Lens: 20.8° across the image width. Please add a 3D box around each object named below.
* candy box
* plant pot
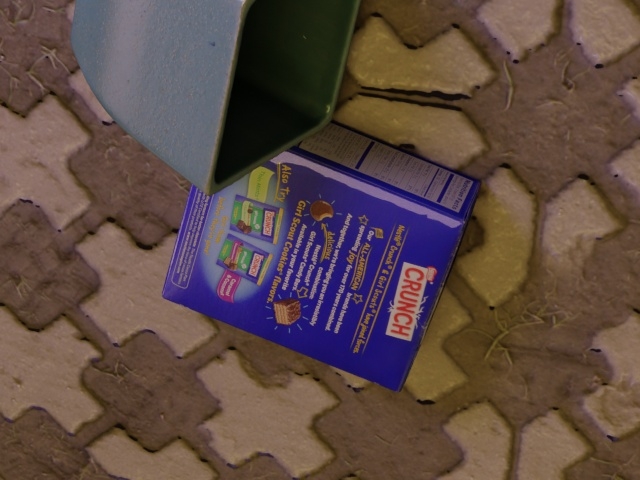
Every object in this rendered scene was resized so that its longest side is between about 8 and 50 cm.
[{"bbox_3d":[0.000,0.000,2.074,0.317,0.122,0.268,23,124,6],"label":"candy box"},{"bbox_3d":[-0.129,-0.245,1.909,0.252,0.247,0.248,30,127,22],"label":"plant pot"}]
